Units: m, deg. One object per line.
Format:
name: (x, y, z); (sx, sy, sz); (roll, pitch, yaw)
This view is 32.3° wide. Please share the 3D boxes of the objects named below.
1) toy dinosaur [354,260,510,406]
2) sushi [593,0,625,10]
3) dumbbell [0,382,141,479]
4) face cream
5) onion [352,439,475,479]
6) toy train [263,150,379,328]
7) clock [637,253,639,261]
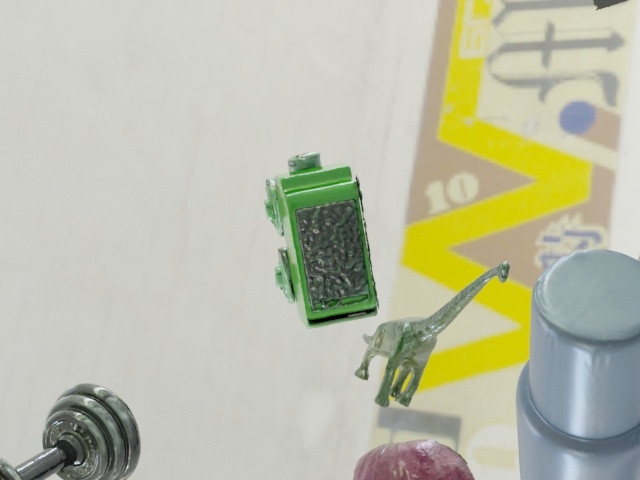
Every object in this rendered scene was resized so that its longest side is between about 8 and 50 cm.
toy dinosaur: (0.157, 0.119, 1.798); (0.447, 0.087, 0.300); (-137, 66, -70)
sushi: (0.290, -0.308, 0.919); (0.050, 0.215, 0.192); (-27, -80, -50)
dumbbell: (-0.267, 0.217, 1.043); (0.254, 0.110, 0.110); (-27, -65, -60)
face cream: (0.171, 0.154, 0.717); (0.135, 0.086, 0.385); (-48, -33, -28)
onion: (0.144, 0.462, 1.833); (0.111, 0.247, 0.250); (4, -106, -56)
toy train: (0.000, 0.000, 1.529); (0.188, 0.132, 0.243); (-147, 46, -78)
clock: (0.542, 0.058, 1.393); (0.108, 0.265, 0.324); (-43, -66, -30)
